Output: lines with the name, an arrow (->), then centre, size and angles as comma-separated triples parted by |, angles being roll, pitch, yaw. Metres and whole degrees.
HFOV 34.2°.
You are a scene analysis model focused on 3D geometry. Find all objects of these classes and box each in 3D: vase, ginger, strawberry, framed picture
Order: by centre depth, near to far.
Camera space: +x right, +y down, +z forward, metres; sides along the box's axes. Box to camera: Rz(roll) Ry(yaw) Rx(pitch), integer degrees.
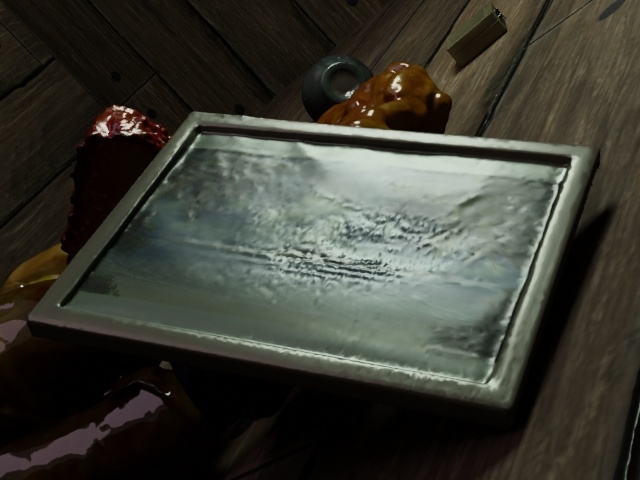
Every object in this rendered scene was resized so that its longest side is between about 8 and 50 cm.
framed picture -> 0.000, 0.000, 0.670 | 0.315, 0.024, 0.232 | 6, 44, 24
ginger -> -0.281, 0.196, 0.905 | 0.418, 0.254, 0.176 | -44, -24, 14
strawberry -> -0.134, -0.014, 0.937 | 0.188, 0.286, 0.106 | 0, 45, 8
vase -> 0.024, -0.222, 1.660 | 0.120, 0.120, 0.183 | -46, -2, -13

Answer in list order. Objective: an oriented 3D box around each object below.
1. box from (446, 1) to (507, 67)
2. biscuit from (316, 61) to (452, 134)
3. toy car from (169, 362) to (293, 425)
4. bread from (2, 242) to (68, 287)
box -> 0.211, -0.279, 1.400 | 0.083, 0.035, 0.079 | -38, 13, 20
biscuit -> -0.010, -0.043, 1.131 | 0.318, 0.110, 0.312 | -32, 14, 42
toy car -> -0.020, 0.023, 0.788 | 0.158, 0.172, 0.235 | -1, 37, 29
bread -> -0.362, 0.138, 1.418 | 0.316, 0.211, 0.270 | -35, 15, 45
